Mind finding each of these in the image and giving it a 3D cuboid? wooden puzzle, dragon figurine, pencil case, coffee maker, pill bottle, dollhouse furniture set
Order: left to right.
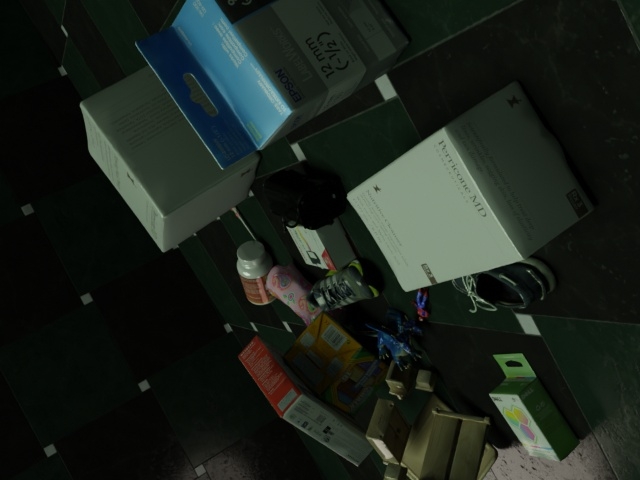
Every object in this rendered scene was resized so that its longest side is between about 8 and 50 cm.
[{"bbox_3d":[-0.210,0.106,2.397,0.121,0.121,0.216,40,155,37],"label":"pill bottle"},{"bbox_3d":[-0.058,-0.098,1.671,0.178,0.171,0.120,23,114,53],"label":"coffee maker"},{"bbox_3d":[-0.040,0.175,2.134,0.284,0.124,0.124,36,152,41],"label":"pencil case"},{"bbox_3d":[0.168,0.222,1.764,0.289,0.085,0.144,30,147,59],"label":"dragon figurine"},{"bbox_3d":[0.313,0.543,1.821,0.044,0.221,0.238,13,-158,-47],"label":"wooden puzzle"},{"bbox_3d":[0.313,0.479,1.732,0.355,0.303,0.174,6,148,27],"label":"dollhouse furniture set"}]

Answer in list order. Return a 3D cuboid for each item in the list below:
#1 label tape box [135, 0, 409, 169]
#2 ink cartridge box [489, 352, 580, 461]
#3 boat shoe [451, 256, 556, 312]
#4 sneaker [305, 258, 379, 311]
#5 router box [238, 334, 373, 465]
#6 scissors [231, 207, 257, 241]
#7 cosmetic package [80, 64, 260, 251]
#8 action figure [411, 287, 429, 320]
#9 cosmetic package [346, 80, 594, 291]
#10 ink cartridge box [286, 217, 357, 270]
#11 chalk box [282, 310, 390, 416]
[{"bbox_3d":[-0.073,-0.309,1.128,0.249,0.347,0.115,55,160,2],"label":"label tape box"},{"bbox_3d":[0.405,0.327,1.421,0.209,0.062,0.109,57,161,-1],"label":"ink cartridge box"},{"bbox_3d":[0.299,0.077,1.259,0.095,0.079,0.254,62,159,-16],"label":"boat shoe"},{"bbox_3d":[0.053,0.131,1.835,0.111,0.121,0.300,56,160,-1],"label":"sneaker"},{"bbox_3d":[-0.037,0.435,1.965,0.335,0.082,0.301,42,179,-35],"label":"router box"},{"bbox_3d":[-0.285,-0.105,2.390,0.297,0.021,0.109,51,158,17],"label":"scissors"},{"bbox_3d":[-0.427,-0.248,2.056,0.394,0.327,0.329,53,159,7],"label":"cosmetic package"},{"bbox_3d":[0.224,0.142,1.605,0.038,0.030,0.115,35,153,35],"label":"action figure"},{"bbox_3d":[0.212,-0.063,1.133,0.217,0.156,0.385,58,161,1],"label":"cosmetic package"},{"bbox_3d":[0.000,0.000,1.829,0.128,0.072,0.175,62,159,-17],"label":"ink cartridge box"},{"bbox_3d":[0.064,0.353,2.001,0.180,0.179,0.289,40,177,38],"label":"chalk box"}]
